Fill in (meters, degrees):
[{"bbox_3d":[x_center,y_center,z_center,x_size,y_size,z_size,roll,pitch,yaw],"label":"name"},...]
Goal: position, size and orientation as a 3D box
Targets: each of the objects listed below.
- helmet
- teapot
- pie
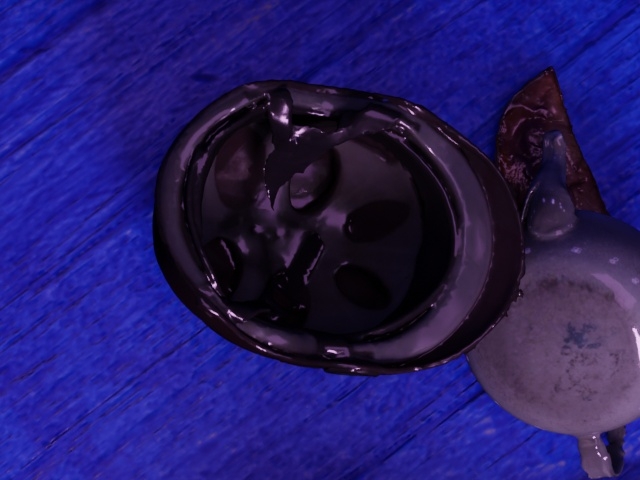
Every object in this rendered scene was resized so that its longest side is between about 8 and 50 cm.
[{"bbox_3d":[0.000,0.000,1.549,0.305,0.177,0.225,19,76,-13],"label":"helmet"},{"bbox_3d":[0.214,0.065,1.590,0.193,0.129,0.294,-8,111,23],"label":"teapot"},{"bbox_3d":[0.201,-0.058,1.654,0.092,0.034,0.170,-27,92,-13],"label":"pie"}]
